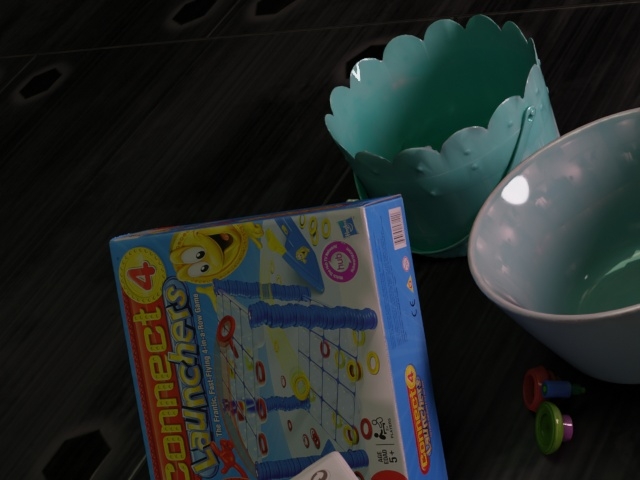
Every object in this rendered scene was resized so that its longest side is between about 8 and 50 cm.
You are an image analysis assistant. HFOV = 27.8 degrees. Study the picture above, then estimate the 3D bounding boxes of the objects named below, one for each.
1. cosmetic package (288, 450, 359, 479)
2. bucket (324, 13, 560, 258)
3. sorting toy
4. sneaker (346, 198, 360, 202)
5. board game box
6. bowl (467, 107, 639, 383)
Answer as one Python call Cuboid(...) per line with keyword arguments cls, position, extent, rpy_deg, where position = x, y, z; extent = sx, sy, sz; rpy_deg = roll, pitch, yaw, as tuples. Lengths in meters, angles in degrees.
Cuboid(cls="cosmetic package", position=(0.065, 0.364, 0.975), extent=(0.156, 0.217, 0.385), rpy_deg=(-32, 31, -5))
Cuboid(cls="bucket", position=(0.159, -0.122, 1.573), extent=(0.281, 0.183, 0.281), rpy_deg=(-20, 34, 14))
Cuboid(cls="sorting toy", position=(0.233, 0.162, 1.270), extent=(0.042, 0.061, 0.102), rpy_deg=(3, 40, -13))
Cuboid(cls="sneaker", position=(0.000, 0.000, 1.641), extent=(0.152, 0.061, 0.054), rpy_deg=(-35, 36, -6))
Cuboid(cls="board game box", position=(-0.045, 0.126, 1.291), extent=(0.302, 0.308, 0.086), rpy_deg=(-8, 4, 30))
Cuboid(cls="bowl", position=(0.317, 0.022, 1.275), extent=(0.311, 0.163, 0.311), rpy_deg=(-21, 32, 14))
